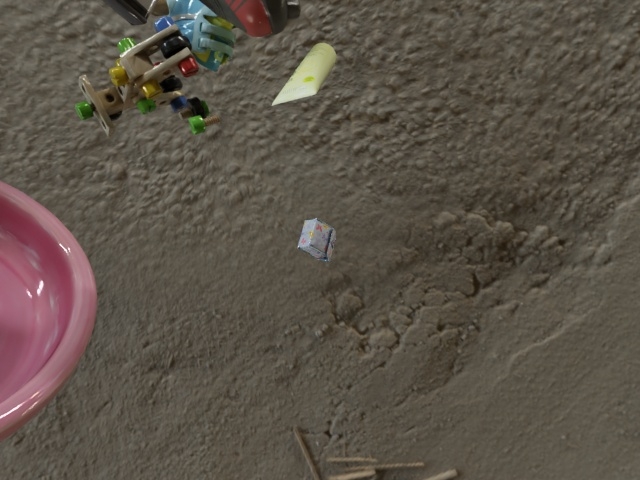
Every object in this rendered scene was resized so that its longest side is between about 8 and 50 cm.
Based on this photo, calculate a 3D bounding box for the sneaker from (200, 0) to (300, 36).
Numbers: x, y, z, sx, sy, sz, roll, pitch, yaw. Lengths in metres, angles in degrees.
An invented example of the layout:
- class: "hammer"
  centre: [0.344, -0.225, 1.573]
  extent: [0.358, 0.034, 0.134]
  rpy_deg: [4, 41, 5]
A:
- class: "sneaker"
  centre: [-0.138, -0.235, 0.347]
  extent: [0.135, 0.097, 0.276]
  rpy_deg: [-46, 104, -3]

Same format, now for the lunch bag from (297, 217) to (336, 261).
- class: "lunch bag"
  centre: [0.000, 0.000, 1.109]
  extent: [0.083, 0.053, 0.071]
  rpy_deg: [32, 64, -37]

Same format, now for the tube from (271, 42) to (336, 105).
- class: "tube"
  centre: [-0.021, -0.337, 1.036]
  extent: [0.062, 0.240, 0.070]
  rpy_deg: [31, 132, -8]

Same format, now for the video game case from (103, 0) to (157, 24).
- class: "video game case"
  centre: [-0.210, -0.386, 0.446]
  extent: [0.274, 0.035, 0.249]
  rpy_deg: [35, 80, -47]

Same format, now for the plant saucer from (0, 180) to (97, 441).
- class: "plant saucer"
  centre: [-0.366, 0.054, 0.414]
  extent: [0.331, 0.332, 0.084]
  rpy_deg: [24, 122, -17]

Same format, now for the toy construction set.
- class: "toy construction set"
  centre: [-0.390, -0.352, 1.015]
  extent: [0.237, 0.257, 0.309]
  rpy_deg: [-25, 118, -21]

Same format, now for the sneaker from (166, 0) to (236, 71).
- class: "sneaker"
  centre: [-0.176, -0.462, 1.027]
  extent: [0.318, 0.127, 0.209]
  rpy_deg: [-8, 87, 27]
